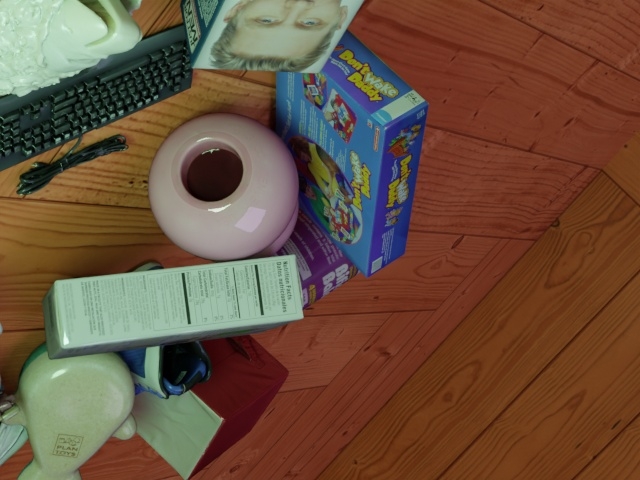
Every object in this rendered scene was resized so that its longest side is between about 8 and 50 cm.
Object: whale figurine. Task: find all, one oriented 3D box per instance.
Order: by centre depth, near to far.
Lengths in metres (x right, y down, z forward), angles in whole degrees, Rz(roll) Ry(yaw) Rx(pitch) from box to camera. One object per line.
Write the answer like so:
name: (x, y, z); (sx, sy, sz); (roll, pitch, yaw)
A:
whale figurine: (-0.392, 0.267, 2.049); (0.216, 0.141, 0.272); (9, 114, -21)

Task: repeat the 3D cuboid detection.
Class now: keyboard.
keyboard: (-0.289, -0.148, 1.639); (0.317, 0.033, 0.201); (-28, 155, -31)

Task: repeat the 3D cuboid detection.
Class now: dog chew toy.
dog chew toy: (-0.123, -0.054, 1.890); (0.207, 0.206, 0.332); (-41, 166, -4)

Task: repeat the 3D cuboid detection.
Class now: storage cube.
storage cube: (-0.208, 0.266, 2.327); (0.193, 0.184, 0.215); (-33, 161, -49)

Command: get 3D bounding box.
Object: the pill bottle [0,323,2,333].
pill bottle: (-0.518, 0.126, 1.637); (0.221, 0.124, 0.124); (-35, 158, -16)

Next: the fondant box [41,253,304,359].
fondant box: (-0.214, 0.096, 1.863); (0.330, 0.096, 0.238); (-5, 173, -17)

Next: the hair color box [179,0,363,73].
hair color box: (-0.025, -0.328, 1.489); (0.174, 0.105, 0.347); (-1, 153, -23)

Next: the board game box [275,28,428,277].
board game box: (0.034, -0.136, 1.905); (0.078, 0.233, 0.347); (-32, 152, -23)

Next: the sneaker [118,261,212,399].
sneaker: (-0.281, 0.202, 2.119); (0.127, 0.182, 0.315); (-20, 150, -42)

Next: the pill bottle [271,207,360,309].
pill bottle: (0.000, 0.000, 2.237); (0.302, 0.169, 0.169); (-33, 157, -22)

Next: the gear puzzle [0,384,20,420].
gear puzzle: (-0.594, 0.297, 1.869); (0.339, 0.044, 0.175); (-32, -163, -19)

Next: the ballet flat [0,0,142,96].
ballet flat: (-0.210, -0.283, 1.377); (0.409, 0.147, 0.147); (-48, 158, 16)

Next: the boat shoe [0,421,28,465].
boat shoe: (-0.563, 0.358, 2.052); (0.267, 0.096, 0.088); (-44, 155, 1)
